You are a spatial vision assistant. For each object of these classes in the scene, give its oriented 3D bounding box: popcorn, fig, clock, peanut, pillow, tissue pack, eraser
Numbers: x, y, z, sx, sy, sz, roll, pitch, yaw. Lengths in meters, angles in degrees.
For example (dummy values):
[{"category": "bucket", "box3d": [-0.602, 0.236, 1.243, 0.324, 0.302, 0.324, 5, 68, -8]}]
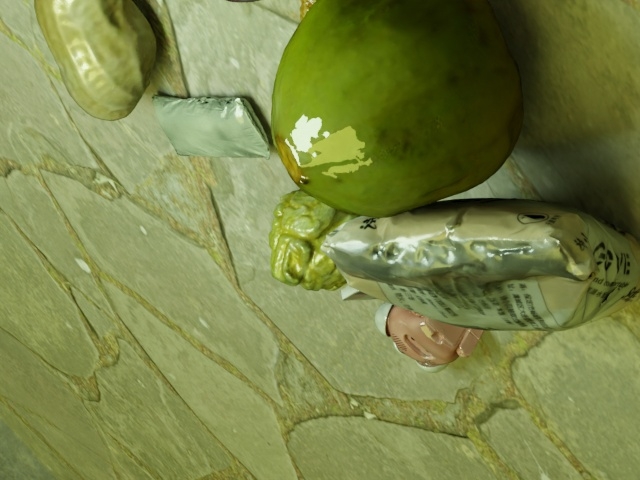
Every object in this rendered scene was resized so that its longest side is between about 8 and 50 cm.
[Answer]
[{"category": "popcorn", "box3d": [0.000, 0.001, 1.919, 0.185, 0.167, 0.187, 19, -176, -17]}, {"category": "fig", "box3d": [0.085, -0.186, 1.484, 0.343, 0.343, 0.343, 22, 142, 18]}, {"category": "clock", "box3d": [0.183, 0.164, 2.005, 0.166, 0.093, 0.162, 41, 147, -8]}, {"category": "peanut", "box3d": [-0.369, -0.344, 1.826, 0.174, 0.158, 0.340, 10, 138, 32]}, {"category": "pillow", "box3d": [-0.191, -0.195, 1.940, 0.229, 0.051, 0.128, 6, 132, 37]}, {"category": "tissue pack", "box3d": [0.248, 0.033, 1.605, 0.390, 0.195, 0.375, 2, 177, 32]}, {"category": "eraser", "box3d": [0.092, 0.084, 1.986, 0.065, 0.105, 0.026, -30, 65, 54]}]

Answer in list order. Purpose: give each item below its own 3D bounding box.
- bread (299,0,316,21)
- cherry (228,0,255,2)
[{"category": "bread", "box3d": [-0.006, -0.364, 1.604, 0.052, 0.044, 0.157, 26, 142, 24]}, {"category": "cherry", "box3d": [-0.112, -0.426, 1.502, 0.266, 0.183, 0.213, 15, 126, 46]}]
